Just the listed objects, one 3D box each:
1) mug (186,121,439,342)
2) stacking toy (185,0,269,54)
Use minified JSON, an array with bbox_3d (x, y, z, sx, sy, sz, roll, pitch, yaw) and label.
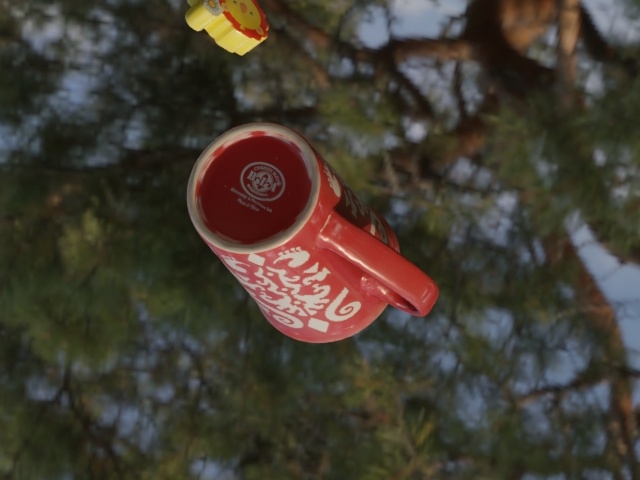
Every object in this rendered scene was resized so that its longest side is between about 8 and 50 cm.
[{"bbox_3d":[-0.002,-0.009,0.956,0.150,0.169,0.113,-6,-112,16],"label":"mug"},{"bbox_3d":[-0.067,-0.196,0.711,0.221,0.167,0.052,28,-134,-33],"label":"stacking toy"}]
